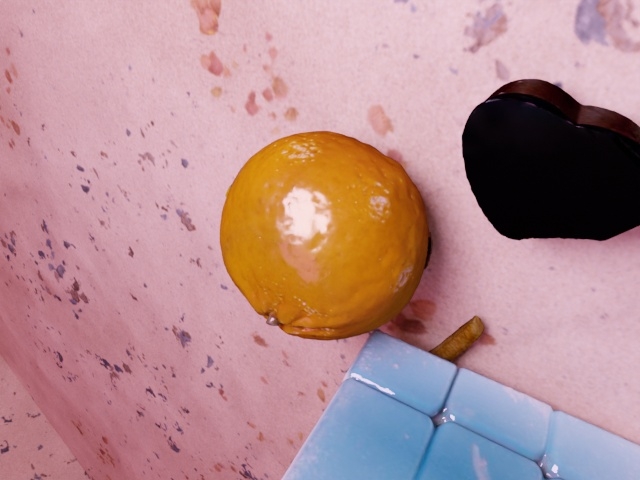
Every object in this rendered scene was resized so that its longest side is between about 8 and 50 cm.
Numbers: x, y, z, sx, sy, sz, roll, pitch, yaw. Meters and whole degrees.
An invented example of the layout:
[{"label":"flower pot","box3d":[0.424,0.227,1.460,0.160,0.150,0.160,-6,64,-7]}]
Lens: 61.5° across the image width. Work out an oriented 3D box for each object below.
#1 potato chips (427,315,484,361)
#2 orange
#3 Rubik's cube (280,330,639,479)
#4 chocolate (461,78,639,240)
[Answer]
[{"label":"potato chips","box3d":[0.133,0.146,0.633,0.026,0.037,0.204,36,133,6]},{"label":"orange","box3d":[0.001,-0.002,0.548,0.219,0.193,0.219,12,129,15]},{"label":"Rubik's cube","box3d":[0.110,0.347,0.544,0.315,0.322,0.319,23,130,19]},{"label":"chocolate","box3d":[0.188,-0.060,0.424,0.148,0.080,0.125,27,143,17]}]
